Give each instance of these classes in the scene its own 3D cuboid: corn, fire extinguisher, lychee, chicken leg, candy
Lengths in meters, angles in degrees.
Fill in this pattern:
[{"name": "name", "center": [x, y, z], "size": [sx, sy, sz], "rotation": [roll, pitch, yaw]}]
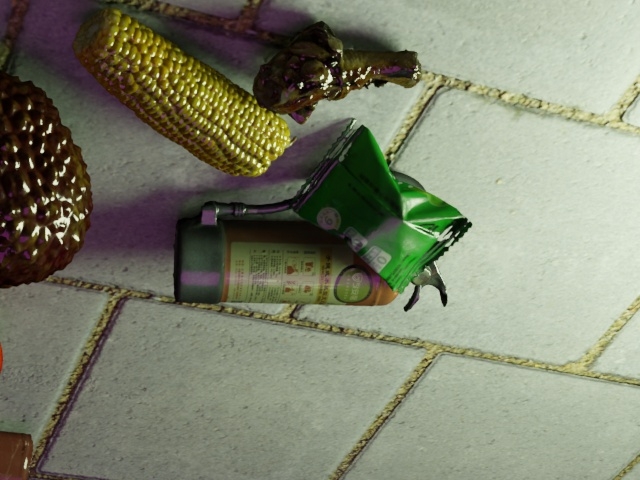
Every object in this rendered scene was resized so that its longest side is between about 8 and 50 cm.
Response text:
[{"name": "corn", "center": [-0.153, -0.158, 1.603], "size": [0.101, 0.101, 0.310], "rotation": [-36, 134, 29]}, {"name": "fire extinguisher", "center": [0.001, 0.009, 1.811], "size": [0.376, 0.113, 0.200], "rotation": [3, 138, -11]}, {"name": "lychee", "center": [-0.379, -0.063, 1.587], "size": [0.236, 0.236, 0.271], "rotation": [-7, 115, 0]}, {"name": "chicken leg", "center": [0.017, -0.198, 1.610], "size": [0.196, 0.080, 0.125], "rotation": [-20, 149, 3]}, {"name": "fire extinguisher", "center": [-0.617, 0.329, 2.109], "size": [0.337, 0.106, 0.147], "rotation": [10, 161, -18]}, {"name": "candy", "center": [0.076, -0.037, 1.743], "size": [0.203, 0.078, 0.141], "rotation": [38, 92, -9]}]

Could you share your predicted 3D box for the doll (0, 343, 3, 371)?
[{"name": "doll", "center": [-0.526, 0.172, 1.884], "size": [0.183, 0.160, 0.363], "rotation": [16, 134, -15]}]
